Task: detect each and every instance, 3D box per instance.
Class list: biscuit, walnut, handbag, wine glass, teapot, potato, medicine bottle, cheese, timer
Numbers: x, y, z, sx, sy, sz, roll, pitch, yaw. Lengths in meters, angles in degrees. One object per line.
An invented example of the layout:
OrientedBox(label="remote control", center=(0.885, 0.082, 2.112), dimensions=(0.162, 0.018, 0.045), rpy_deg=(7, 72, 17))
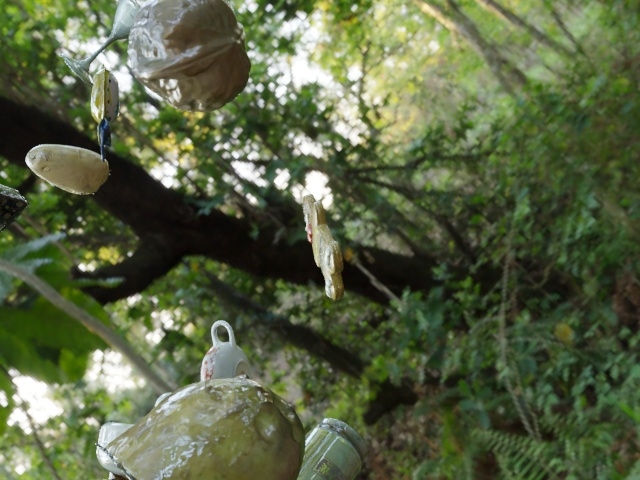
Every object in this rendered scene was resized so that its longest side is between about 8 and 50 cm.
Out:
OrientedBox(label="biscuit", center=(-0.002, 0.000, 1.727), dimensions=(0.035, 0.240, 0.158), rpy_deg=(-11, -49, -11))
OrientedBox(label="walnut", center=(-0.271, -0.393, 1.862), dimensions=(0.227, 0.273, 0.273), rpy_deg=(-5, -36, -44))
OrientedBox(label="handbag", center=(-0.762, -0.060, 2.092), dimensions=(0.115, 0.072, 0.139), rpy_deg=(23, -83, -54))
OrientedBox(label="wine glass", center=(-0.514, -0.489, 2.197), dimensions=(0.232, 0.156, 0.156), rpy_deg=(-43, -5, 2))
OrientedBox(label="teapot", center=(-0.236, 0.325, 2.260), dimensions=(0.116, 0.246, 0.159), rpy_deg=(-13, -16, 41))
OrientedBox(label="potato", center=(-0.675, -0.191, 2.426), dimensions=(0.234, 0.161, 0.128), rpy_deg=(30, -120, -65))
OrientedBox(label="medicine bottle", center=(-0.030, 0.564, 2.041), dimensions=(0.322, 0.151, 0.151), rpy_deg=(-47, -4, -39))
OrientedBox(label="cheese", center=(-0.494, -0.294, 2.057), dimensions=(0.157, 0.064, 0.250), rpy_deg=(107, 160, -58))
OrientedBox(label="potato", center=(-0.161, 0.321, 1.407), dimensions=(0.237, 0.288, 0.301), rpy_deg=(-50, -24, -14))
OrientedBox(label="timer", center=(-0.410, 0.474, 2.146), dimensions=(0.233, 0.233, 0.240), rpy_deg=(113, 165, -74))
